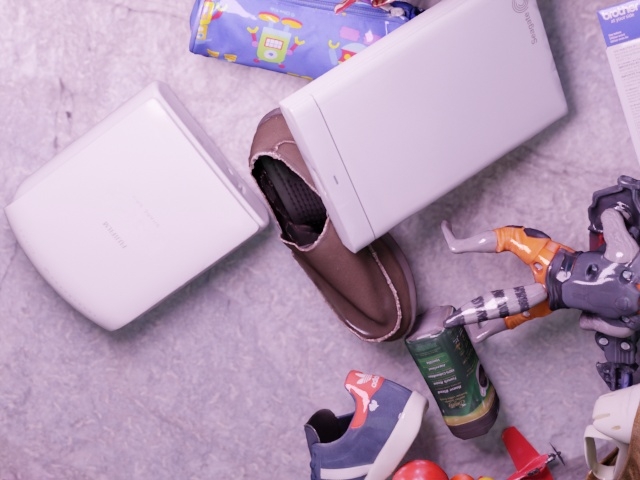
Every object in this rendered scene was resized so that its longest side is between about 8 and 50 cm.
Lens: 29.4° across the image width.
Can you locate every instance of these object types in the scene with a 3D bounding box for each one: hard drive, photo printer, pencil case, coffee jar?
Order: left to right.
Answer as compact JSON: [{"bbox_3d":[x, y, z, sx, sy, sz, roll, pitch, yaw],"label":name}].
[{"bbox_3d":[-0.265,-0.035,1.688,0.307,0.107,0.256,-34,105,13],"label":"photo printer"},{"bbox_3d":[-0.017,-0.274,1.583,0.306,0.119,0.133,11,139,-2],"label":"pencil case"},{"bbox_3d":[0.142,-0.169,1.555,0.353,0.047,0.233,-33,125,-12],"label":"hard drive"},{"bbox_3d":[0.193,0.192,1.759,0.079,0.096,0.184,-20,108,23],"label":"coffee jar"}]

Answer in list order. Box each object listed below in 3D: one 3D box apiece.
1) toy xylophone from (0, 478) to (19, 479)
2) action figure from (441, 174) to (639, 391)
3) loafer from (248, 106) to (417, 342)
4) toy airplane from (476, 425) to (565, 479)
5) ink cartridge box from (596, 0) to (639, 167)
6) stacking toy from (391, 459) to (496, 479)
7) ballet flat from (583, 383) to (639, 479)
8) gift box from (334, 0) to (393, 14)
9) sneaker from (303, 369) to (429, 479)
[{"bbox_3d":[-0.490,0.524,1.915,0.236,0.081,0.322,12,110,-2],"label":"toy xylophone"},{"bbox_3d":[0.349,0.098,1.656,0.330,0.178,0.341,-3,114,23],"label":"action figure"},{"bbox_3d":[0.000,0.000,1.664,0.134,0.130,0.366,-25,104,35],"label":"loafer"},{"bbox_3d":[0.299,0.356,1.851,0.151,0.028,0.151,0,111,1],"label":"toy airplane"},{"bbox_3d":[0.492,-0.180,1.588,0.186,0.065,0.311,-14,103,28],"label":"ink cartridge box"},{"bbox_3d":[0.256,0.402,1.777,0.330,0.141,0.141,20,110,-6],"label":"stacking toy"},{"bbox_3d":[0.440,0.279,1.730,0.124,0.116,0.342,17,144,12],"label":"ballet flat"},{"bbox_3d":[0.079,-0.429,1.449,0.255,0.276,0.258,-29,108,17],"label":"gift box"},{"bbox_3d":[0.023,0.342,1.817,0.148,0.131,0.350,29,108,5],"label":"sneaker"}]
